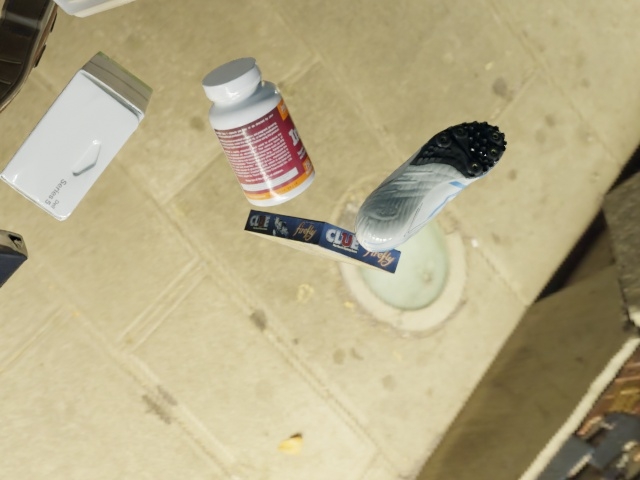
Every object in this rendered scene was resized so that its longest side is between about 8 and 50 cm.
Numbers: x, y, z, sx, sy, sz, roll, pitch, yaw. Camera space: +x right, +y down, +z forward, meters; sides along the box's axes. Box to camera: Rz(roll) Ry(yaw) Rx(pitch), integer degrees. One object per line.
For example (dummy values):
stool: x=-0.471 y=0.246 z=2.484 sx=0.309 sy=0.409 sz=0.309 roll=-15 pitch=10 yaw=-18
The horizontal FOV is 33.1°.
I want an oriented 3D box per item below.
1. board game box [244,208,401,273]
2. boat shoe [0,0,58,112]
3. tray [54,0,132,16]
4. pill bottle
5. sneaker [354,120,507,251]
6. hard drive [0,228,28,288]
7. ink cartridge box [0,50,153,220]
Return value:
board game box: x=0.000 y=0.000 z=1.830 sx=0.165 sy=0.243 sz=0.042 roll=21 pitch=85 yaw=-34
boat shoe: x=-0.549 y=-0.331 z=1.931 sx=0.111 sy=0.104 sz=0.307 roll=27 pitch=78 yaw=3
tray: x=-0.386 y=-0.423 z=1.742 sx=0.145 sy=0.270 sz=0.030 roll=45 pitch=65 yaw=-30
pill bottle: x=-0.070 y=-0.120 z=1.189 sx=0.086 sy=0.086 sz=0.152 roll=-44 pitch=124 yaw=-32
sneaker: x=0.139 y=-0.073 z=1.404 sx=0.237 sy=0.086 sz=0.085 roll=-37 pitch=83 yaw=-7
hard drive: x=-0.572 y=0.054 z=1.691 sx=0.172 sy=0.255 sz=0.054 roll=-46 pitch=78 yaw=8
ink cartridge box: x=-0.356 y=-0.164 z=1.613 sx=0.115 sy=0.273 sz=0.198 roll=37 pitch=98 yaw=-13
